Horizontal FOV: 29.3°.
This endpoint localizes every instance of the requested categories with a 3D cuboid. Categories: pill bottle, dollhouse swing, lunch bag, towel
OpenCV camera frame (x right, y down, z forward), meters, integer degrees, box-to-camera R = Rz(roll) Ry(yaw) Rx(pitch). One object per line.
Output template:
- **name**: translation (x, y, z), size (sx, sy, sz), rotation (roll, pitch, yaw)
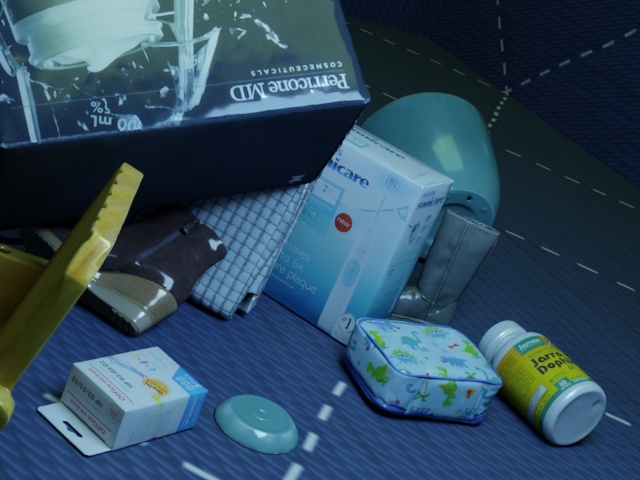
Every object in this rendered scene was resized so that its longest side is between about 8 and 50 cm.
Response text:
- **pill bottle**: translation (0.346, 0.220, 1.950), size (0.118, 0.117, 0.208), rotation (6, 27, -37)
- **dollhouse swing**: translation (-0.409, 0.033, 1.382), size (0.315, 0.304, 0.347), rotation (20, 22, -7)
- **lunch bag**: translation (0.152, 0.193, 1.857), size (0.219, 0.090, 0.176), rotation (9, 26, -33)
- **towel**: translation (-0.155, -0.049, 1.882), size (0.235, 0.283, 0.121), rotation (27, 7, 6)

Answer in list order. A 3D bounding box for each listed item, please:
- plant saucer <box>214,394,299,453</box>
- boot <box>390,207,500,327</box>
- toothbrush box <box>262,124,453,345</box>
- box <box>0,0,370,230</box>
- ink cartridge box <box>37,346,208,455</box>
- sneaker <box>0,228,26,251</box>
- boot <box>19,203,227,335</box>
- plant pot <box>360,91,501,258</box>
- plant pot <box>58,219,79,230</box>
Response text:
- **plant saucer**: translation (-0.081, 0.236, 1.613), size (0.119, 0.021, 0.119), rotation (19, 21, -8)
- **boot**: translation (0.183, 0.044, 2.078), size (0.190, 0.208, 0.076), rotation (17, 21, -16)
- **toothbrush box**: translation (0.046, -0.014, 1.960), size (0.216, 0.295, 0.126), rotation (32, 21, 21)
- **box**: translation (-0.249, -0.306, 1.654), size (0.480, 0.297, 0.471), rotation (-10, 74, -20)
- **ink cartridge box**: translation (-0.240, 0.194, 1.497), size (0.104, 0.061, 0.181), rotation (35, 25, 29)
- **sneaker**: translation (-0.524, -0.053, 1.762), size (0.235, 0.094, 0.090), rotation (10, 26, -27)
- **boot**: translation (-0.284, 0.006, 1.768), size (0.248, 0.090, 0.207), rotation (39, 53, 5)
- **plant pot**: translation (0.219, -0.103, 2.395), size (0.293, 0.293, 0.235), rotation (13, 38, -24)
- **plant pot**: translation (-0.426, -0.139, 1.965), size (0.188, 0.167, 0.188), rotation (15, 23, -18)
